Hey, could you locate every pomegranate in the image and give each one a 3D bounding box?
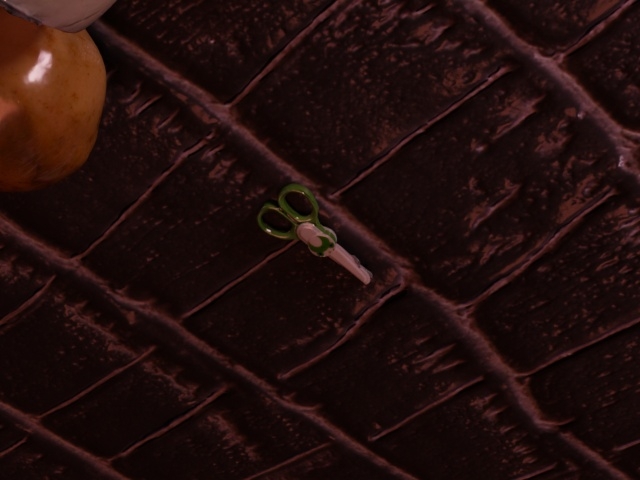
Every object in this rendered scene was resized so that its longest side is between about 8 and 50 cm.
[{"bbox_3d":[-0.428,-0.200,1.768,0.307,0.307,0.307,5,129,6],"label":"pomegranate"}]

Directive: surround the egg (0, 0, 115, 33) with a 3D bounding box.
[{"bbox_3d":[-0.312,-0.463,1.495,0.354,0.354,0.340,36,102,-18],"label":"egg"}]

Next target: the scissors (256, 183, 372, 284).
[{"bbox_3d":[0.000,0.000,1.996,0.204,0.027,0.101,41,126,-19],"label":"scissors"}]
